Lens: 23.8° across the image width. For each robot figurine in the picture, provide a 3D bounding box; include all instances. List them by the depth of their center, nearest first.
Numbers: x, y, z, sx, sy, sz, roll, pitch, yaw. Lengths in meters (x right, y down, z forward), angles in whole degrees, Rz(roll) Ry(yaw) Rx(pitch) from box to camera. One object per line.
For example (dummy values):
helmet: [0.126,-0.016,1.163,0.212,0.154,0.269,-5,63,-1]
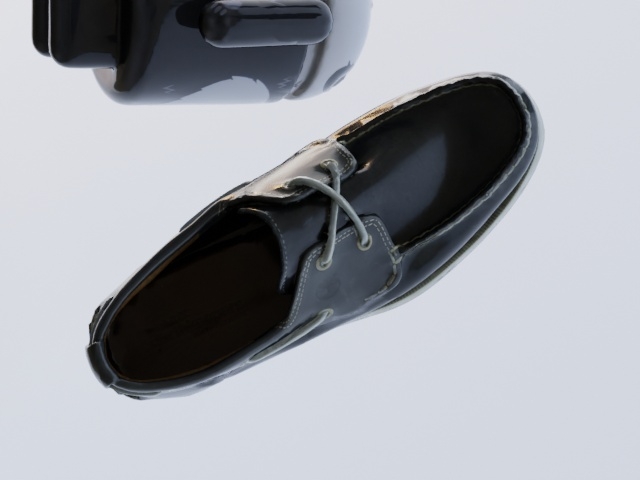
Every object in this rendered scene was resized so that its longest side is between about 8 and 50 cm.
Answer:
robot figurine: [-0.094,-0.193,1.254,0.173,0.278,0.209,117,-38,-48]

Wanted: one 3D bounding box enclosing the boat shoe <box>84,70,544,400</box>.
boat shoe: [0.000,0.000,0.681,0.233,0.079,0.084,-31,-98,1]
